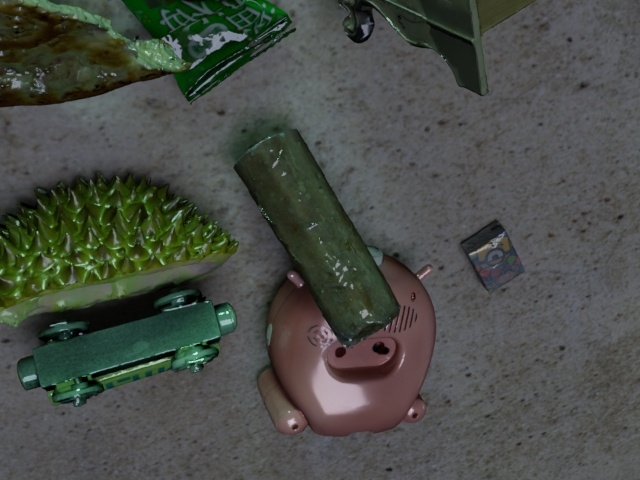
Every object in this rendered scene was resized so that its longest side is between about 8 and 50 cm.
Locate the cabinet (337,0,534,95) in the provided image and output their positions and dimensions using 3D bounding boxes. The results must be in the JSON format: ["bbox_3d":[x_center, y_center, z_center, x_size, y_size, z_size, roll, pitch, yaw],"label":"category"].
[{"bbox_3d":[0.156,-0.358,0.901,0.290,0.227,0.318,-34,133,-18],"label":"cabinet"}]

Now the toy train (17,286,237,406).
[{"bbox_3d":[-0.224,0.129,1.142,0.253,0.157,0.105,-17,81,-12],"label":"toy train"}]

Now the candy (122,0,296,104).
[{"bbox_3d":[-0.128,-0.248,0.993,0.141,0.078,0.203,-29,137,10],"label":"candy"}]

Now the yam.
[{"bbox_3d":[0.000,0.000,1.107,0.093,0.093,0.259,-31,92,-2],"label":"yam"}]

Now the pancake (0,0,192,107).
[{"bbox_3d":[-0.311,-0.175,0.906,0.377,0.054,0.197,-6,159,-11],"label":"pancake"}]

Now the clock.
[{"bbox_3d":[0.045,0.123,1.233,0.227,0.142,0.241,-1,115,-20],"label":"clock"}]

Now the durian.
[{"bbox_3d":[-0.252,0.031,1.063,0.352,0.158,0.169,-13,134,-18],"label":"durian"}]

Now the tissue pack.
[{"bbox_3d":[0.236,0.024,1.307,0.063,0.035,0.083,-34,124,1],"label":"tissue pack"}]
